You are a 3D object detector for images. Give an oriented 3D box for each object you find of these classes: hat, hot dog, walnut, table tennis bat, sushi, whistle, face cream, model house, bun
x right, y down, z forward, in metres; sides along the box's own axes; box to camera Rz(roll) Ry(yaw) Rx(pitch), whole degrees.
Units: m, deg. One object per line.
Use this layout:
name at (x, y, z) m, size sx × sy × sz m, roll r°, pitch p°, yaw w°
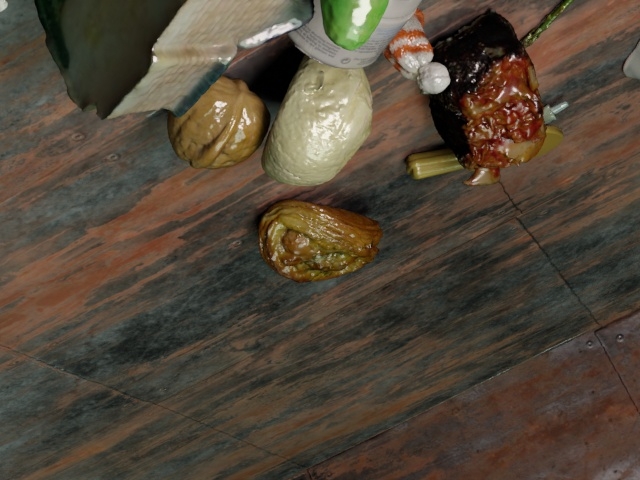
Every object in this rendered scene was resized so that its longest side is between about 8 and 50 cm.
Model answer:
hat at (0.140, -0.290, 1.836) m, size 0.093 × 0.162 × 0.112 m, roll -29°, pitch 156°, yaw 7°
hot dog at (0.000, 0.000, 2.316) m, size 0.196 × 0.122 × 0.272 m, roll -30°, pitch 154°, yaw 30°
walnut at (-0.163, -0.182, 1.838) m, size 0.166 × 0.149 × 0.166 m, roll 6°, pitch 144°, yaw 5°
table tennis bat at (0.319, -0.167, 2.293) m, size 0.321 × 0.050 × 0.198 m, roll -11°, pitch 167°, yaw -13°
sushi at (0.282, -0.228, 2.038) m, size 0.196 × 0.182 × 0.343 m, roll -17°, pitch 151°, yaw 7°
whistle at (0.433, -0.240, 2.282) m, size 0.100 × 0.035 × 0.035 m, roll -31°, pitch 152°, yaw 19°
face cream at (0.043, -0.347, 1.640) m, size 0.177 × 0.177 × 0.153 m, roll -1°, pitch 148°, yaw -35°
model house at (-0.166, -0.311, 1.509) m, size 0.284 × 0.243 × 0.298 m, roll -5°, pitch 154°, yaw -46°
bun at (0.007, -0.192, 1.852) m, size 0.153 × 0.244 × 0.244 m, roll 19°, pitch 143°, yaw -7°

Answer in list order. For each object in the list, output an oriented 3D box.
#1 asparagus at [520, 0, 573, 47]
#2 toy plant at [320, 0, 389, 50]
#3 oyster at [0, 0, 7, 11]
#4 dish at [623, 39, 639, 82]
asparagus at (0.409, -0.396, 1.996) m, size 0.022 × 0.023 × 0.233 m, roll 39°, pitch 127°, yaw -9°
toy plant at (0.077, -0.450, 1.390) m, size 0.210 × 0.317 × 0.356 m, roll 20°, pitch 144°, yaw -7°
oyster at (-0.544, -0.280, 1.388) m, size 0.351 × 0.158 × 0.162 m, roll -6°, pitch -173°, yaw -2°
dish at (0.693, -0.343, 2.234) m, size 0.229 × 0.081 × 0.229 m, roll -17°, pitch 154°, yaw -9°
